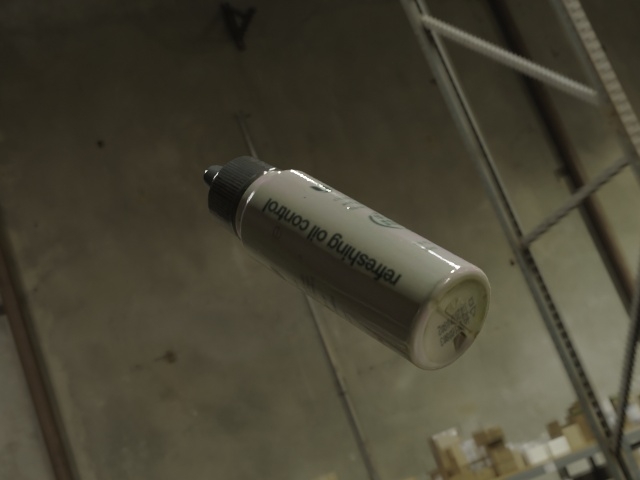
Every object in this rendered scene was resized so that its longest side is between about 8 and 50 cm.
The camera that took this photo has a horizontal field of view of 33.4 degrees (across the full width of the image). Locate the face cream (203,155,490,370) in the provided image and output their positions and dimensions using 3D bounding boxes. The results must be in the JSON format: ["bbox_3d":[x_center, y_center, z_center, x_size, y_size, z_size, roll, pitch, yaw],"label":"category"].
[{"bbox_3d":[0.000,0.000,0.901,0.092,0.311,0.092,-24,-52,-34],"label":"face cream"}]
